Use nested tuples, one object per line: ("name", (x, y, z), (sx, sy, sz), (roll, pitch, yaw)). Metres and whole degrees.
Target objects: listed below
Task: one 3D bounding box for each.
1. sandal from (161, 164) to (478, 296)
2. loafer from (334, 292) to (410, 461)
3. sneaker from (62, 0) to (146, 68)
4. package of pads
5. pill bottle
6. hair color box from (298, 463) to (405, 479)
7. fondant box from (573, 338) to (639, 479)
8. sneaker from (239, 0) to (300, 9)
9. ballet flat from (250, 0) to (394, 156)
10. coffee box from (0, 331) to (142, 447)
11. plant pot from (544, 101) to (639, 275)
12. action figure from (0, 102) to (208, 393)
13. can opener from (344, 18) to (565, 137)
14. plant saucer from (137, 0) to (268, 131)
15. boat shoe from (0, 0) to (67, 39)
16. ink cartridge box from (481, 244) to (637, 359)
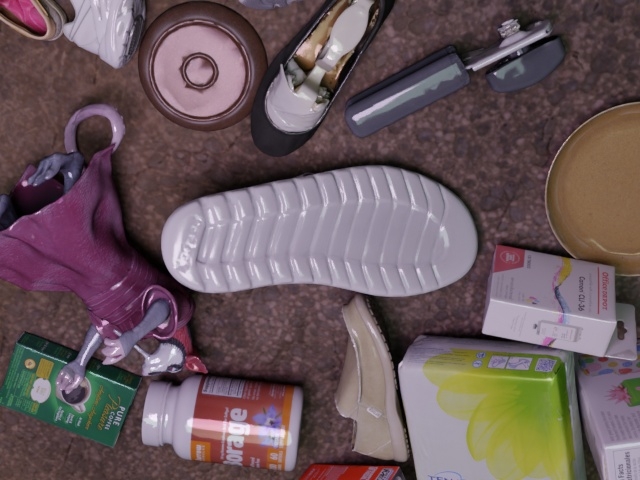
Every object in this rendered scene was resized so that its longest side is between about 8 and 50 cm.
("sandal", (0.001, -0.016, 1.286), (0.417, 0.102, 0.169), (1, 94, -14))
("loafer", (0.062, 0.199, 1.364), (0.092, 0.102, 0.268), (-12, 112, 4))
("sneaker", (-0.258, -0.329, 1.187), (0.115, 0.090, 0.232), (20, 110, -1))
("package of pads", (0.236, 0.275, 1.348), (0.229, 0.101, 0.296), (1, 114, 29))
("pill bottle", (-0.135, 0.253, 1.386), (0.216, 0.121, 0.121), (6, 111, 1))
("hair color box", (0.054, 0.374, 1.418), (0.167, 0.053, 0.093), (-11, 113, 40))
("fondant box", (0.508, 0.212, 1.271), (0.331, 0.238, 0.096), (-9, 112, 7))
("sneaker", (-0.005, -0.391, 1.161), (0.281, 0.105, 0.115), (-43, 69, 21))
("ballet flat", (-0.007, -0.215, 1.210), (0.095, 0.096, 0.280), (29, 110, -9))
("coffee box", (-0.363, 0.217, 1.428), (0.184, 0.040, 0.113), (21, 111, -4))
("plant pot", (0.408, -0.068, 1.279), (0.237, 0.032, 0.236), (1, 111, 3))
("action figure", (-0.279, 0.048, 1.317), (0.248, 0.275, 0.370), (-11, 135, 46))
("can opener", (0.165, -0.196, 1.220), (0.280, 0.074, 0.093), (-22, 109, 11))
("plant saucer", (-0.152, -0.217, 1.255), (0.169, 0.029, 0.168), (1, 112, 4))
("boat shoe", (-0.392, -0.308, 1.216), (0.170, 0.059, 0.063), (35, 109, -10))
("ink cartridge box", (0.316, 0.080, 1.277), (0.198, 0.115, 0.067), (11, 130, 6))
